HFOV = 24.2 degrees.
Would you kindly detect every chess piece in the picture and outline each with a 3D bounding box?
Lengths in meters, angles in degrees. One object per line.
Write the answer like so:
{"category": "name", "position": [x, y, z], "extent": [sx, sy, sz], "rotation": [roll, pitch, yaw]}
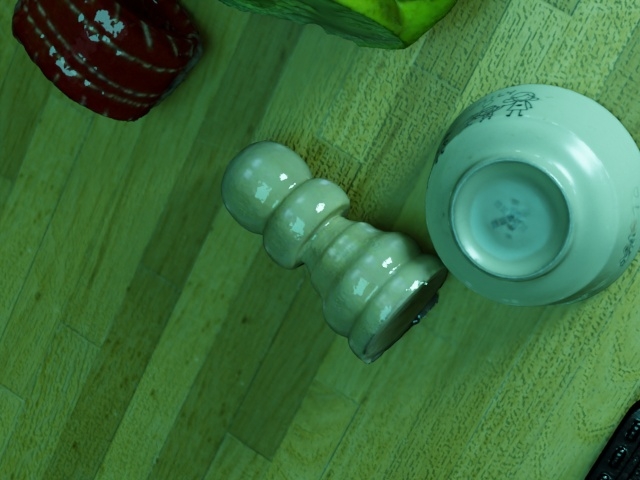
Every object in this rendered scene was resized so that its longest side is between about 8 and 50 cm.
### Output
{"category": "chess piece", "position": [0.000, 0.000, 1.599], "extent": [0.261, 0.143, 0.142], "rotation": [41, 114, 14]}

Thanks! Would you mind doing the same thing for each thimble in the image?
{"category": "thimble", "position": [-0.235, -0.229, 1.615], "extent": [0.189, 0.163, 0.125], "rotation": [45, 113, 7]}

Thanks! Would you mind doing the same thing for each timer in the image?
{"category": "timer", "position": [0.382, 0.255, 1.543], "extent": [0.187, 0.055, 0.144], "rotation": [31, 113, 9]}

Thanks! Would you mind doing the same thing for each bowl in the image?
{"category": "bowl", "position": [0.207, -0.034, 1.504], "extent": [0.238, 0.126, 0.237], "rotation": [5, 104, 20]}

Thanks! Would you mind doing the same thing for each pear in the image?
{"category": "pear", "position": [0.007, -0.302, 1.452], "extent": [0.282, 0.286, 0.176], "rotation": [21, 91, 17]}
